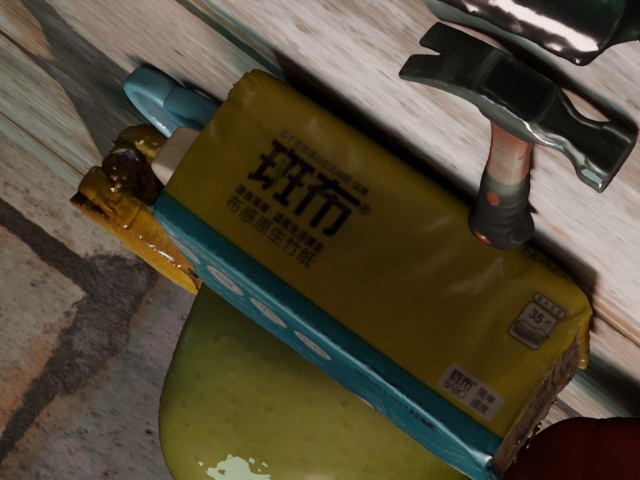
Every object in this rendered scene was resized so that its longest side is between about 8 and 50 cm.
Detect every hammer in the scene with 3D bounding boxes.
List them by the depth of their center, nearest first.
[{"bbox_3d":[0.095,-0.036,0.929,0.111,0.033,0.288,35,173,11],"label":"hammer"}]

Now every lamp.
[{"bbox_3d":[0.216,0.226,1.347,0.227,0.227,0.227,37,173,6],"label":"lamp"}]

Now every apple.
[{"bbox_3d":[0.009,0.115,1.393,0.279,0.279,0.279,37,173,6],"label":"apple"}]

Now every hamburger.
[{"bbox_3d":[-0.133,-0.024,1.764,0.191,0.118,0.182,39,177,17],"label":"hamburger"}]

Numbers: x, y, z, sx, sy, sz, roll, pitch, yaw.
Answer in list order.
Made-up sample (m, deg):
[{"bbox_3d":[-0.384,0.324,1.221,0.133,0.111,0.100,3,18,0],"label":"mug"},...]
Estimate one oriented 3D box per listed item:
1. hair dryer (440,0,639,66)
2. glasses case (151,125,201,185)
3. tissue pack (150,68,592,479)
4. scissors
[{"bbox_3d":[-0.047,-0.090,0.565,0.302,0.244,0.116,23,180,-6],"label":"hair dryer"},{"bbox_3d":[-0.067,-0.023,1.490,0.083,0.050,0.196,27,167,31],"label":"glasses case"},{"bbox_3d":[0.040,0.027,1.181,0.271,0.134,0.192,36,172,13],"label":"tissue pack"},{"bbox_3d":[0.000,0.000,1.610,0.447,0.029,0.192,44,169,-37],"label":"scissors"}]
